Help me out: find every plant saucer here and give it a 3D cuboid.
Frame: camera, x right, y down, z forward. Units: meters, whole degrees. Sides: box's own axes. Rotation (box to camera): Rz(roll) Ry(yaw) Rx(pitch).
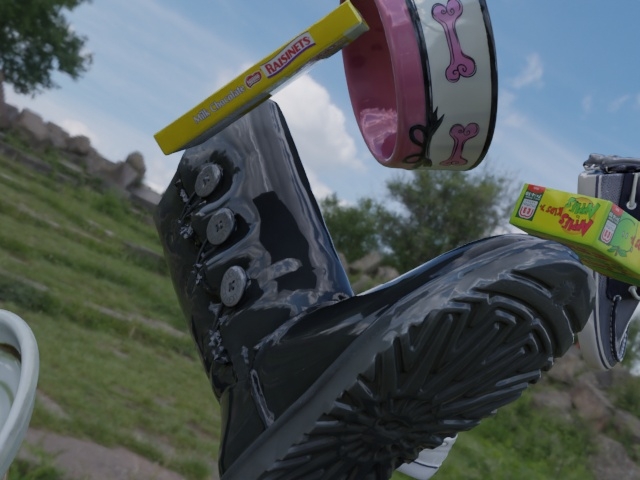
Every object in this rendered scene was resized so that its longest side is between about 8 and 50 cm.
[{"bbox_3d":[-0.524,0.282,0.978,0.400,0.400,0.100,15,-30,43],"label":"plant saucer"}]

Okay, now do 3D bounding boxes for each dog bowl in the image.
[{"bbox_3d":[0.147,-0.303,1.230,0.150,0.408,0.408,-14,-4,-8],"label":"dog bowl"}]

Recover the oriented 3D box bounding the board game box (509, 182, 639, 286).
[{"bbox_3d":[0.274,0.002,0.694,0.181,0.043,0.092,22,1,-38],"label":"board game box"}]

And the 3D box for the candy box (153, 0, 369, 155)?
[{"bbox_3d":[-0.050,-0.146,0.656,0.027,0.206,0.105,58,13,-5],"label":"candy box"}]

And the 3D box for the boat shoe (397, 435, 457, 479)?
[{"bbox_3d":[0.071,0.242,0.978,0.268,0.088,0.096,29,15,-18],"label":"boat shoe"}]

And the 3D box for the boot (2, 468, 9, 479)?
[{"bbox_3d":[-0.630,0.559,1.333,0.089,0.269,0.236,15,-45,-38],"label":"boot"}]

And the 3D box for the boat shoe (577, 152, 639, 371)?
[{"bbox_3d":[0.474,0.040,1.074,0.158,0.340,0.127,3,15,35],"label":"boat shoe"}]

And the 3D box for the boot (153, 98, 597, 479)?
[{"bbox_3d":[-0.002,0.001,0.706,0.146,0.367,0.445,37,20,-37],"label":"boot"}]
